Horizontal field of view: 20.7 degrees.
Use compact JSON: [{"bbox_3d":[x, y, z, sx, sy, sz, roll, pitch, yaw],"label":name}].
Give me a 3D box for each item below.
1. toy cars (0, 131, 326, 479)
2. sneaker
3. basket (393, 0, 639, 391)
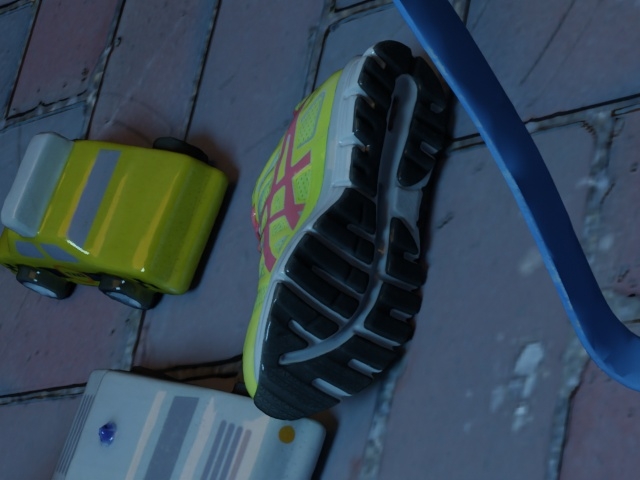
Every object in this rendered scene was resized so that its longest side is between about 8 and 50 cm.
[{"bbox_3d":[-0.120,0.044,0.993,0.176,0.087,0.394,-45,40,19],"label":"toy cars"},{"bbox_3d":[0.000,0.000,0.905,0.094,0.081,0.208,-15,47,48],"label":"sneaker"},{"bbox_3d":[0.187,-0.031,0.582,0.289,0.255,0.201,-5,47,32],"label":"basket"}]
